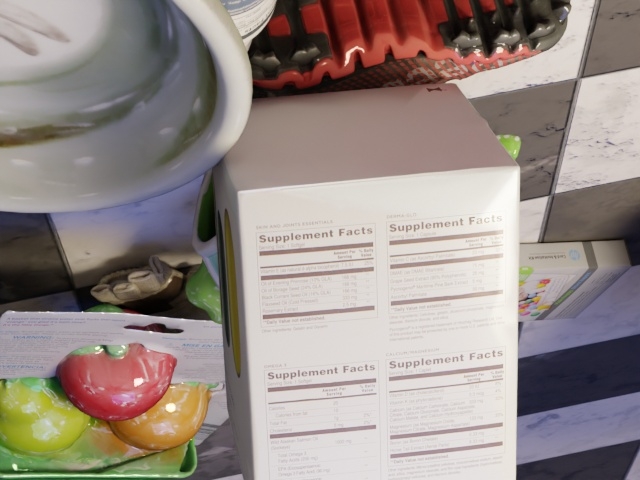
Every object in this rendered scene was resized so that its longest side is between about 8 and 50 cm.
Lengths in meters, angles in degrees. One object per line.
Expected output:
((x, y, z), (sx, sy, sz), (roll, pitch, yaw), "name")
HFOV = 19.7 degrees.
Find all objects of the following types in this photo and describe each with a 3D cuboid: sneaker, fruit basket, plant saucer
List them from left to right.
((-0.238, -0.154, 1.214), (0.400, 0.101, 0.400), (6, 153, 3), "plant saucer")
((-0.217, 0.136, 1.884), (0.327, 0.165, 0.353), (3, 148, -25), "fruit basket")
((0.056, -0.154, 1.445), (0.276, 0.098, 0.135), (-9, 156, -4), "sneaker")

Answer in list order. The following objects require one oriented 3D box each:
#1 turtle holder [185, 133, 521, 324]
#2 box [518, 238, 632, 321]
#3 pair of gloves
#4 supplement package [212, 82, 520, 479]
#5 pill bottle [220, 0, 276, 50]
((0.007, -0.018, 1.610), (0.227, 0.243, 0.320), (17, 180, -20), "turtle holder")
((0.235, 0.048, 2.069), (0.186, 0.038, 0.145), (-1, 154, -23), "box")
((-0.103, 0.041, 1.868), (0.240, 0.042, 0.204), (-13, 163, 16), "pair of gloves")
((0.029, 0.042, 1.360), (0.198, 0.199, 0.263), (-5, 113, -8), "supplement package")
((-0.079, -0.193, 1.272), (0.108, 0.108, 0.180), (-8, 156, -12), "pill bottle")
